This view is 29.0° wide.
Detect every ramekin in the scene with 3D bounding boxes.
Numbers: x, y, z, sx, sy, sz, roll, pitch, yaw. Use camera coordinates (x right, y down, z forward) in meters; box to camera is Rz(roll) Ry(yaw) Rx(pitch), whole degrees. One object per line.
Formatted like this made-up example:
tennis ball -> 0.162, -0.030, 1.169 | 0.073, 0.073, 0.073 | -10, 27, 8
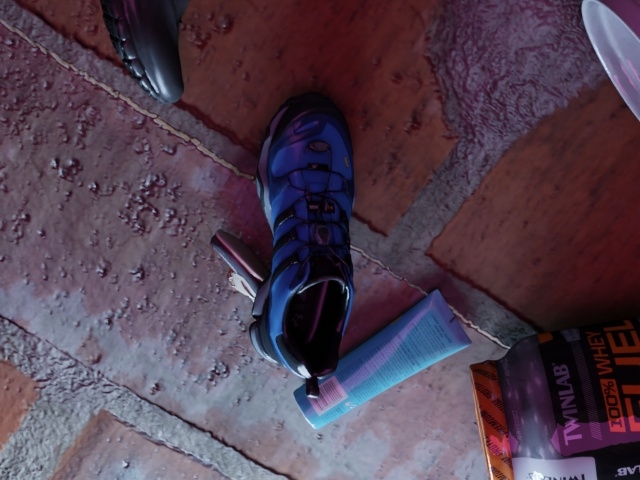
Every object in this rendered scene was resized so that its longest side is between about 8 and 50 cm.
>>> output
ramekin -> 0.358, -0.182, 1.212 | 0.109, 0.207, 0.207 | -34, 108, 3

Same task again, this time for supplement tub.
supplement tub -> 0.331, 0.184, 1.358 | 0.316, 0.193, 0.194 | -11, 111, 4

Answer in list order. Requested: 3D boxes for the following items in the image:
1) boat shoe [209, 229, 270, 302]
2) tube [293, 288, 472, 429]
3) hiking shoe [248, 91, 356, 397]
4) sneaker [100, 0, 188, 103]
boat shoe -> -0.079, 0.045, 1.382 | 0.043, 0.049, 0.137 | -38, 112, 16
tube -> 0.068, 0.142, 1.422 | 0.207, 0.052, 0.080 | -32, 113, 7
hiking shoe -> 0.000, 0.000, 1.297 | 0.113, 0.132, 0.304 | -4, 106, -23
sneaker -> -0.163, -0.273, 1.228 | 0.130, 0.109, 0.286 | -18, 120, -13
